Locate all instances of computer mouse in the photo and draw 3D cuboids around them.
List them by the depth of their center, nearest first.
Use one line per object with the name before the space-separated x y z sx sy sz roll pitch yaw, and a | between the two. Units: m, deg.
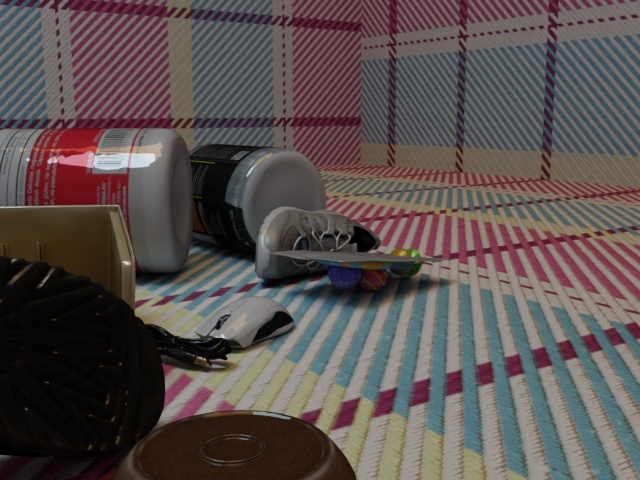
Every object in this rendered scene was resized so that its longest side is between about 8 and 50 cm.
computer mouse | -0.100 0.091 0.815 0.106 0.042 0.193 4 11 31

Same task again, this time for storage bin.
storage bin | -0.332 0.049 0.760 0.262 0.123 0.260 -1 14 -18

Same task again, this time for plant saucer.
plant saucer | -0.059 0.152 0.502 0.168 0.029 0.168 -1 10 0

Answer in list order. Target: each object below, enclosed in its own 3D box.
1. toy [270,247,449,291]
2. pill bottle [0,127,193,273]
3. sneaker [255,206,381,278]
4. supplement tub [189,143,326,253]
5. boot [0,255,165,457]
toy | 0.060 0.042 1.059 0.137 0.056 0.237 4 5 44
pill bottle | -0.418 -0.061 1.160 0.408 0.229 0.229 0 10 2
sneaker | 0.000 0.000 1.165 0.115 0.105 0.281 12 17 28
supplement tub | -0.155 -0.081 1.376 0.194 0.193 0.316 -8 13 -39
boot | -0.316 0.099 0.532 0.260 0.131 0.348 -24 -32 33
